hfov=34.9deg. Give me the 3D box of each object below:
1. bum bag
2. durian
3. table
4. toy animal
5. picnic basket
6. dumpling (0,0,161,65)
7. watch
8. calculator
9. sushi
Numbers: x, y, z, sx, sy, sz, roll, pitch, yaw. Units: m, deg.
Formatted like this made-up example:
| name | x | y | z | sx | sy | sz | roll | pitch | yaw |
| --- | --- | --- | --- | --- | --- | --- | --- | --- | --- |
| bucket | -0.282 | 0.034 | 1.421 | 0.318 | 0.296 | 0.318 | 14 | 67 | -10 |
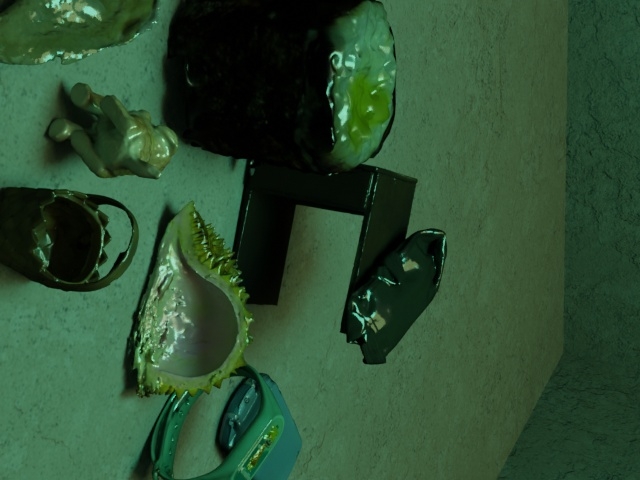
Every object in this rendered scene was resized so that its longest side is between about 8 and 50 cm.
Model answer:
| name | x | y | z | sx | sy | sz | roll | pitch | yaw |
| --- | --- | --- | --- | --- | --- | --- | --- | --- | --- |
| bum bag | 0.126 | 0.091 | 1.707 | 0.326 | 0.079 | 0.142 | -42 | 129 | -42 |
| durian | -0.187 | 0.101 | 1.628 | 0.195 | 0.185 | 0.305 | 59 | 35 | -83 |
| table | 0.000 | 0.000 | 1.774 | 0.196 | 0.250 | 0.282 | 7 | 94 | -65 |
| toy animal | -0.240 | -0.113 | 1.367 | 0.104 | 0.184 | 0.185 | -52 | 158 | 1 |
| picnic basket | -0.308 | 0.000 | 1.262 | 0.138 | 0.178 | 0.128 | 44 | 60 | -58 |
| dumpling | -0.290 | -0.317 | 1.290 | 0.166 | 0.086 | 0.332 | 37 | 62 | -24 |
| watch | -0.170 | 0.303 | 1.622 | 0.237 | 0.195 | 0.068 | -55 | 147 | -21 |
| calculator | -0.107 | 0.377 | 1.912 | 0.173 | 0.051 | 0.293 | -61 | 148 | -34 |
| sushi | -0.041 | -0.242 | 1.563 | 0.299 | 0.294 | 0.281 | 10 | 87 | -64 |
